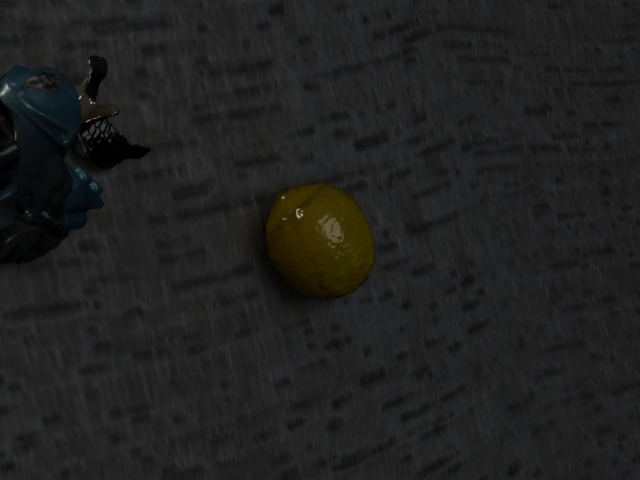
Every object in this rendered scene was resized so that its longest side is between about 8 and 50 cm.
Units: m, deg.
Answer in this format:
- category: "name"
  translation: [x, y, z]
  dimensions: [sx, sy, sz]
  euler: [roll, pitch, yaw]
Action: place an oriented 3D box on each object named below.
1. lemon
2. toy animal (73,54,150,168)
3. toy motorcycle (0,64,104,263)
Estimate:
- category: "lemon"
  translation: [0.000, 0.003, 1.942]
  dimensions: [0.180, 0.180, 0.193]
  euler: [-7, 91, -40]
- category: "toy animal"
  translation: [-0.365, -0.168, 1.740]
  dimensions: [0.272, 0.197, 0.160]
  euler: [56, 11, -72]
- category: "toy motorcycle"
  translation: [-0.373, -0.088, 1.522]
  dimensions: [0.232, 0.416, 0.172]
  euler: [-41, 72, -4]
